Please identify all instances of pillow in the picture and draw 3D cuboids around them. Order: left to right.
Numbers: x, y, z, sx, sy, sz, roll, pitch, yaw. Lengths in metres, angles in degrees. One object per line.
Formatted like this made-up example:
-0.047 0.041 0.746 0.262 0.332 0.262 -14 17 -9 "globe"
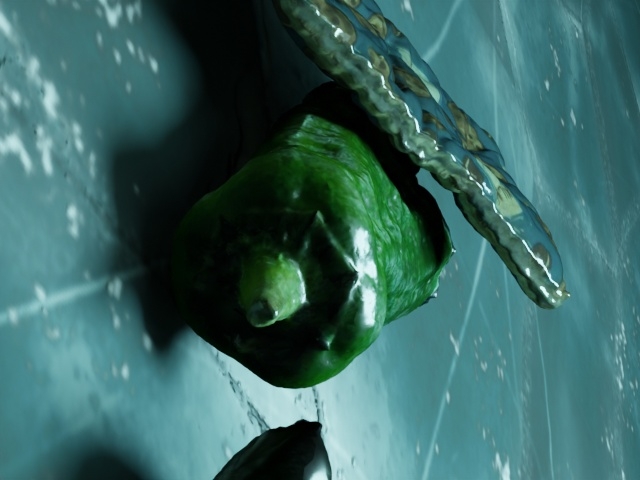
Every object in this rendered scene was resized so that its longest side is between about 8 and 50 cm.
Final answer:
0.043 -0.086 0.901 0.255 0.034 0.189 43 16 -28 "pillow"

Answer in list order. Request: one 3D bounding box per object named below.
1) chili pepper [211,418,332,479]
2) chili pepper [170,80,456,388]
-0.012 0.211 0.698 0.148 0.116 0.264 -32 109 -55 "chili pepper"
0.000 0.000 0.823 0.270 0.099 0.136 -38 123 -71 "chili pepper"
